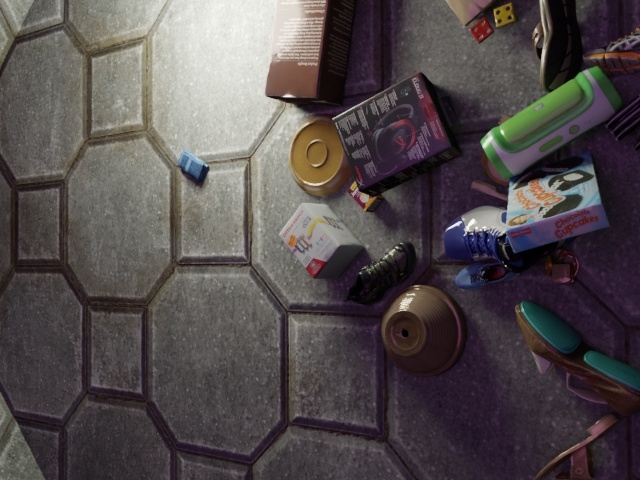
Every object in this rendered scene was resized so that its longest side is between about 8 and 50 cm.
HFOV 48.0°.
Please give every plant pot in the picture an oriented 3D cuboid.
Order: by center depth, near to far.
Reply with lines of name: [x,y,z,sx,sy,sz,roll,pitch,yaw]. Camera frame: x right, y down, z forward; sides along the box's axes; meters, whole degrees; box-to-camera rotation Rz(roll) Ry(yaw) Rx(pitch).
plant pot: [0.241,0.232,1.821,0.237,0.110,0.237,-1,89,34]
plant pot: [-0.003,-0.247,2.051,0.236,0.032,0.236,-1,88,34]

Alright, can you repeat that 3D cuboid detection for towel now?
towel: [-0.418,-0.245,2.344,0.119,0.029,0.067,35,109,30]

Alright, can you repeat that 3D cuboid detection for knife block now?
knife block: [0.735,-0.317,1.498,0.242,0.088,0.275,9,95,34]

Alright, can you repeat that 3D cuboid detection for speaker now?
speaker: [0.515,-0.261,1.611,0.297,0.131,0.131,-33,71,21]

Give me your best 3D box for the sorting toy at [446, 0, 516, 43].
sorting toy: [0.386,-0.612,1.776,0.132,0.046,0.274,-40,67,27]

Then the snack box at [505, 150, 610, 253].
snack box: [0.494,-0.087,1.516,0.187,0.322,0.060,-18,108,23]

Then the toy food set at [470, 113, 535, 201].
toy food set: [0.454,-0.193,1.730,0.132,0.038,0.192,27,99,25]

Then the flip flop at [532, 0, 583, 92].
flip flop: [0.529,-0.475,1.647,0.080,0.112,0.277,-4,92,65]

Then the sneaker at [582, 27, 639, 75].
sneaker: [0.680,-0.415,1.553,0.215,0.084,0.083,-1,75,32]

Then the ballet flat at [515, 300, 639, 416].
ballet flat: [0.566,0.275,1.607,0.342,0.116,0.124,34,127,27]

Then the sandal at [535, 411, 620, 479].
sandal: [0.584,0.487,1.586,0.240,0.088,0.079,-49,57,18]

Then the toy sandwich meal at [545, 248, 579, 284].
toy sandwich meal: [0.553,0.061,1.653,0.086,0.029,0.085,-1,88,35]

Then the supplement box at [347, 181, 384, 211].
supplement box: [0.123,-0.124,1.951,0.083,0.043,0.055,49,116,26]

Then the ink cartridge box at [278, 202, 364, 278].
ink cartridge box: [0.000,0.000,1.984,0.176,0.127,0.128,49,115,26]

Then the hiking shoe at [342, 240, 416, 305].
hiking shoe: [0.157,0.092,1.879,0.086,0.114,0.227,50,115,25]

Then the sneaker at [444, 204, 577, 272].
sneaker: [0.414,-0.006,1.644,0.316,0.182,0.127,-8,103,35]

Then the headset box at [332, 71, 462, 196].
headset box: [0.207,-0.272,1.836,0.293,0.110,0.218,-26,74,22]

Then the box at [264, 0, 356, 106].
box: [-0.023,-0.577,2.010,0.191,0.143,0.381,11,94,34]

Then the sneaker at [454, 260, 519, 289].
sneaker: [0.395,0.079,1.737,0.162,0.073,0.063,-20,78,33]
